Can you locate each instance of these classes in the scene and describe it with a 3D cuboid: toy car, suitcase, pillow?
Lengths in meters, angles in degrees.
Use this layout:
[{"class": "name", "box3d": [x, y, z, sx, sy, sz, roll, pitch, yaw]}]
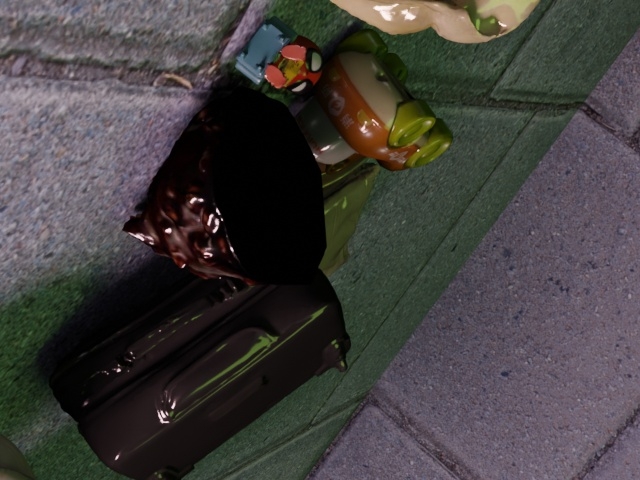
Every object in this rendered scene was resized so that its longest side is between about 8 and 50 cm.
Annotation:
[{"class": "toy car", "box3d": [0.035, -0.137, 1.353, 0.235, 0.145, 0.235, -30, 165, -9]}, {"class": "suitcase", "box3d": [-0.137, 0.151, 1.319, 0.345, 0.188, 0.339, -34, 165, -7]}, {"class": "pillow", "box3d": [0.000, 0.000, 1.644, 0.173, 0.067, 0.270, -33, 157, -29]}]

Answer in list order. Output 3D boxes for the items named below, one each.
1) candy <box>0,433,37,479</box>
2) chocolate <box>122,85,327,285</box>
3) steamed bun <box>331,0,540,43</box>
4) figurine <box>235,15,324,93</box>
[{"class": "candy", "box3d": [-0.404, 0.296, 1.018, 0.295, 0.185, 0.295, -26, 127, -40]}, {"class": "chocolate", "box3d": [-0.126, -0.048, 1.157, 0.177, 0.206, 0.224, -9, 170, 27]}, {"class": "steamed bun", "box3d": [0.095, -0.355, 0.796, 0.325, 0.230, 0.372, -20, 126, -9]}, {"class": "figurine", "box3d": [-0.041, -0.191, 1.116, 0.068, 0.075, 0.140, -54, 174, 9]}]
